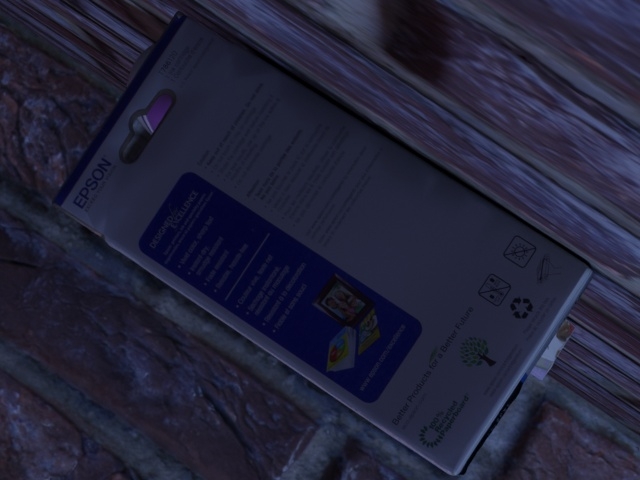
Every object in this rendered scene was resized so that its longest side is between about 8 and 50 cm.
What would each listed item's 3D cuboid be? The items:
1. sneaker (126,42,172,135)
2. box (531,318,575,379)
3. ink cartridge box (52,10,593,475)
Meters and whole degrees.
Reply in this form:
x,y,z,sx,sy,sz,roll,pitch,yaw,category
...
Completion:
x,y,z,sx,sy,sz,roll,pitch,yaw,category
-0.042,-0.057,1.492,0.161,0.102,0.282,29,176,32,sneaker
0.125,0.036,1.520,0.067,0.063,0.324,31,177,37,box
0.000,0.000,1.165,0.333,0.165,0.065,34,180,11,ink cartridge box
